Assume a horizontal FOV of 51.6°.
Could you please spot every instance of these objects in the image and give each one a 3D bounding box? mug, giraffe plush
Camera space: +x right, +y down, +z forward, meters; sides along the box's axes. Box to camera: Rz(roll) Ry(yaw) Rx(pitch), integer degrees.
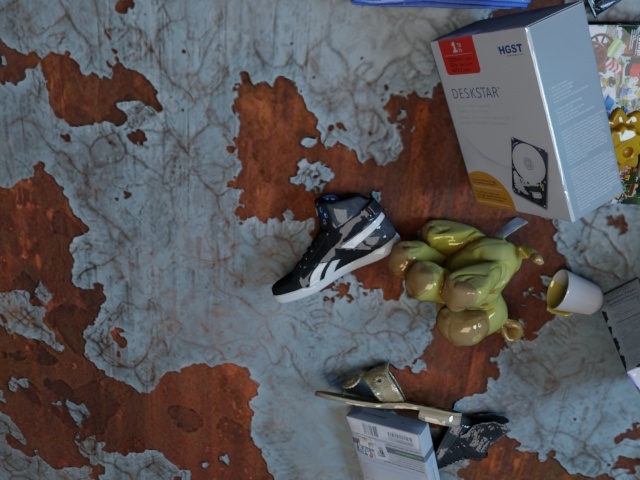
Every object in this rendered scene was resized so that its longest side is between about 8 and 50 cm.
[{"bbox_3d":[0.374,0.080,0.975,0.064,0.078,0.062,16,84,-6],"label":"mug"},{"bbox_3d":[0.213,0.076,0.961,0.210,0.181,0.170,-18,125,-18],"label":"giraffe plush"}]

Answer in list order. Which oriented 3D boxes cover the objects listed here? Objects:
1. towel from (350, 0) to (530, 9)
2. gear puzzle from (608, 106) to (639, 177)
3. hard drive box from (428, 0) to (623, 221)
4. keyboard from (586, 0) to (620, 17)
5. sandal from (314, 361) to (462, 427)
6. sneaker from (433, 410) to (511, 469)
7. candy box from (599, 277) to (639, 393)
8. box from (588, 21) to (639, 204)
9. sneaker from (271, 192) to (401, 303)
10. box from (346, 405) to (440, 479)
[{"bbox_3d":[0.152,-0.450,0.782,0.243,0.040,0.335,6,115,8],"label":"towel"},{"bbox_3d":[0.492,-0.122,0.816,0.339,0.044,0.175,3,114,-5],"label":"gear puzzle"},{"bbox_3d":[0.248,-0.154,0.812,0.089,0.181,0.232,-28,110,-18],"label":"hard drive box"},{"bbox_3d":[0.311,-0.356,0.788,0.108,0.023,0.180,-31,113,16],"label":"keyboard"},{"bbox_3d":[0.116,0.242,1.095,0.240,0.088,0.079,11,83,9],"label":"sandal"},{"bbox_3d":[0.243,0.352,1.120,0.089,0.051,0.170,25,113,5],"label":"sneaker"},{"bbox_3d":[0.467,0.171,0.911,0.070,0.196,0.164,-31,104,22],"label":"candy box"},{"bbox_3d":[0.394,-0.162,0.860,0.159,0.044,0.233,3,115,10],"label":"box"},{"bbox_3d":[0.000,0.000,1.002,0.217,0.079,0.121,-28,103,13],"label":"sneaker"},{"bbox_3d":[0.130,0.379,1.132,0.145,0.038,0.186,3,116,39],"label":"box"}]
